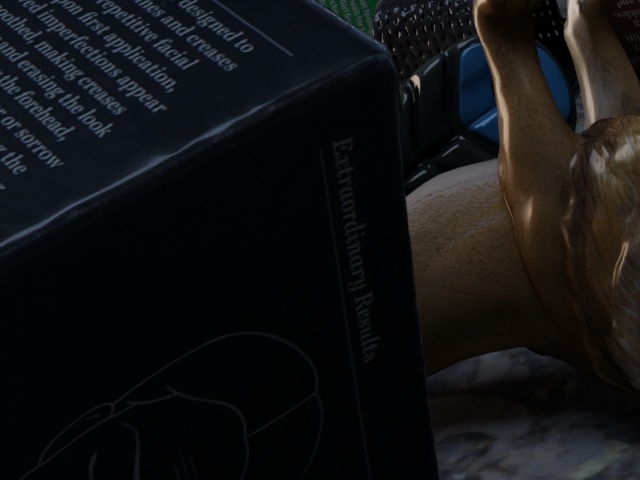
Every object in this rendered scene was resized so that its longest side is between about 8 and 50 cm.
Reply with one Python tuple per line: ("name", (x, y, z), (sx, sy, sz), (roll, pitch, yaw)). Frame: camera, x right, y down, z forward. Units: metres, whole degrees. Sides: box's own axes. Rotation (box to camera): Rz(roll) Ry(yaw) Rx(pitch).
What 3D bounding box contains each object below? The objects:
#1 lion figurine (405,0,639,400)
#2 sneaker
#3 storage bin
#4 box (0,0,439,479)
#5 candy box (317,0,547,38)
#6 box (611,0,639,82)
("lion figurine", (0.073, 0.010, 1.006), (0.392, 0.240, 0.142), (-17, -4, 42))
("sneaker", (0.000, 0.000, 1.205), (0.341, 0.125, 0.139), (-28, -4, -12))
("storage bin", (0.117, -0.140, 1.372), (0.084, 0.122, 0.180), (-6, 26, 30))
("box", (-0.168, 0.077, 0.828), (0.395, 0.293, 0.212), (-29, 44, -23))
("candy box", (-0.006, -0.207, 1.634), (0.317, 0.122, 0.268), (-22, 21, -2))
("box", (0.261, -0.179, 1.185), (0.168, 0.203, 0.167), (-6, 40, 36))
